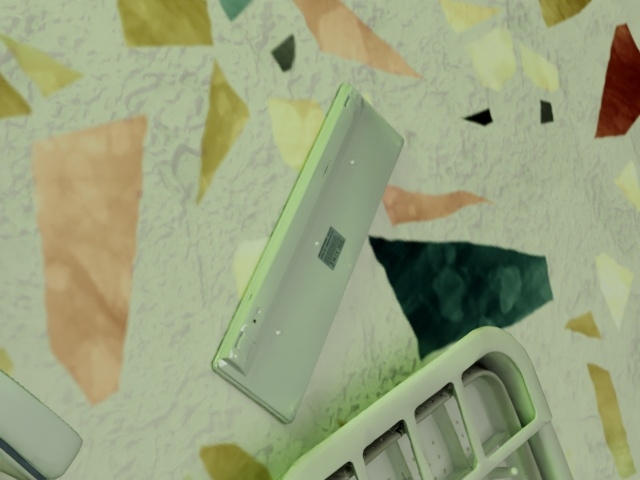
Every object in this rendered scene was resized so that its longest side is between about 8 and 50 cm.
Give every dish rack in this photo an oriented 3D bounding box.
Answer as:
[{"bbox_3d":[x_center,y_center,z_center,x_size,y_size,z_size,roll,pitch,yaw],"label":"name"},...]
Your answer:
[{"bbox_3d":[0.088,0.253,0.672,0.285,0.072,0.333,-28,98,-45],"label":"dish rack"}]

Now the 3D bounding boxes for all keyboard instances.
[{"bbox_3d":[0.000,0.000,0.702,0.072,0.014,0.256,46,52,-31],"label":"keyboard"}]

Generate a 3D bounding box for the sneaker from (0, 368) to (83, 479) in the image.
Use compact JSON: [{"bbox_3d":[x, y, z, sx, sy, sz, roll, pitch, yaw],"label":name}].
[{"bbox_3d":[-0.227,0.055,0.429,0.258,0.094,0.091,36,74,-26],"label":"sneaker"}]
